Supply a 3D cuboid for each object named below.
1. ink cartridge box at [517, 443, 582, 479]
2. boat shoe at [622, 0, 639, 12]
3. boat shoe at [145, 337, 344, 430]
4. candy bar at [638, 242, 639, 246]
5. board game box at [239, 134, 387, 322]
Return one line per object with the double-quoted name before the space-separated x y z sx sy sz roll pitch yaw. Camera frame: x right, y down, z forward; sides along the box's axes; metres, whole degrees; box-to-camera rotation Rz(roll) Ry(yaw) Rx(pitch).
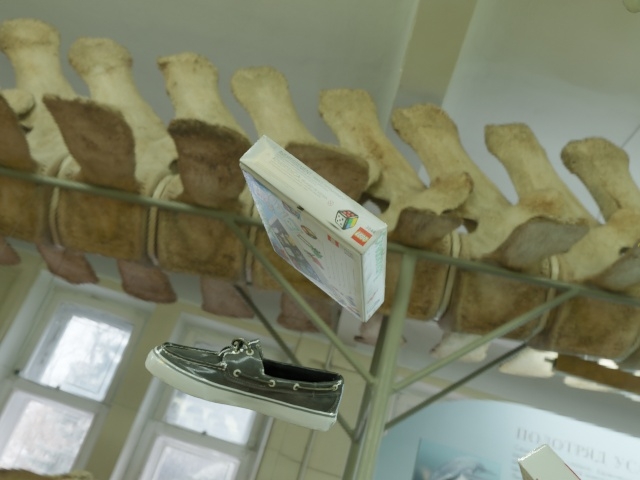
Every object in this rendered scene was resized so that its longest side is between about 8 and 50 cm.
"ink cartridge box" 0.398 0.437 1.083 0.109 0.063 0.151 48 -18 60
"boat shoe" 0.319 -0.242 0.612 0.043 0.137 0.049 -13 -63 12
"boat shoe" -0.078 0.147 0.733 0.228 0.076 0.080 21 4 -9
"candy bar" 0.588 0.043 1.044 0.161 0.018 0.040 41 -53 12
"board game box" 0.000 0.000 0.886 0.193 0.053 0.305 38 -14 17
